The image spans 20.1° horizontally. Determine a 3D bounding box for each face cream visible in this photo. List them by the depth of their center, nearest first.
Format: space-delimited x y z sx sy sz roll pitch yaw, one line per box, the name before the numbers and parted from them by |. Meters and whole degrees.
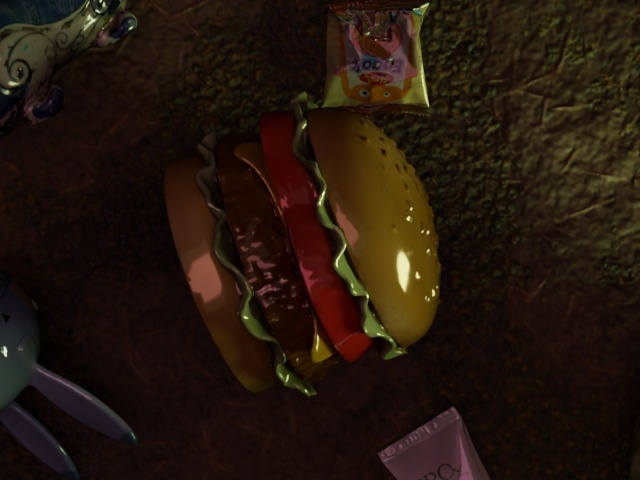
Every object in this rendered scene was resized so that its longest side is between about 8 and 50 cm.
face cream | 0.160 0.289 1.787 0.092 0.058 0.244 -33 88 8

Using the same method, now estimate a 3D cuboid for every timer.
timer | -0.306 0.111 1.743 0.255 0.175 0.175 22 95 -29

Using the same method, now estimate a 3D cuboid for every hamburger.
hamburger | 0.000 0.000 1.654 0.212 0.274 0.274 -19 95 9

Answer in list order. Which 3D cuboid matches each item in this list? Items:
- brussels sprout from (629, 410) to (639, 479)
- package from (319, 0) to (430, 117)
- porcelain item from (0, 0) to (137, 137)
brussels sprout | 0.424 0.204 1.681 0.273 0.242 0.317 -39 93 -2
package | 0.053 -0.179 1.756 0.108 0.031 0.121 -1 95 1
porcelain item | -0.287 -0.216 1.643 0.138 0.288 0.186 -4 125 40
